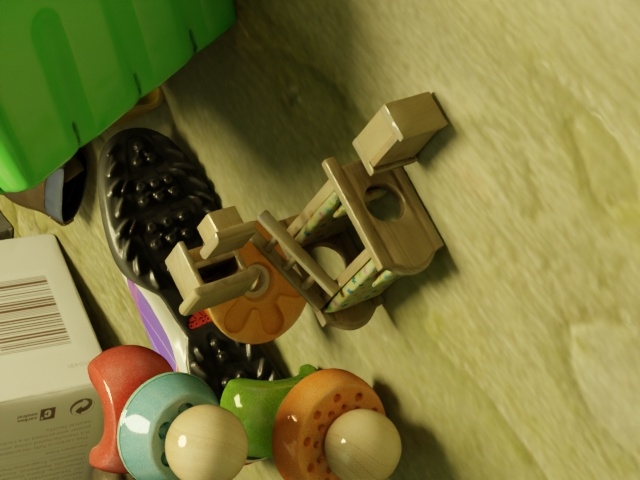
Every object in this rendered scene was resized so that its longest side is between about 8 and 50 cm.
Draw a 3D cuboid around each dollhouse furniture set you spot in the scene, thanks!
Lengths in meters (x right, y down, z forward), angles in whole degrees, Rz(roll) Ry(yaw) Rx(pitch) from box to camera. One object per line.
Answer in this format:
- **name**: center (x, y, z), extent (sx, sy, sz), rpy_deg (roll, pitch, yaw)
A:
- **dollhouse furniture set**: center (0.000, 0.000, 1.036), extent (0.101, 0.161, 0.182), rpy_deg (62, 148, 14)

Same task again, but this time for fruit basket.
- **fruit basket**: center (-0.281, -0.244, 1.092), extent (0.283, 0.392, 0.392), rpy_deg (-10, 98, 36)

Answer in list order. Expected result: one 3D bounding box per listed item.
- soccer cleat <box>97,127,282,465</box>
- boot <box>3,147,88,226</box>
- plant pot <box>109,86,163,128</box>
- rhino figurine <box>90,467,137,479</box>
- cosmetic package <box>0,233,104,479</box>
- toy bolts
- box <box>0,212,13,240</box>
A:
- **soccer cleat**: center (-0.128, 0.055, 1.318), extent (0.318, 0.108, 0.116), rpy_deg (66, 152, 4)
- **boot**: center (-0.269, -0.116, 1.493), extent (0.106, 0.082, 0.219), rpy_deg (34, 127, 8)
- **plant pot**: center (-0.309, -0.168, 1.331), extent (0.187, 0.212, 0.212), rpy_deg (-29, 81, 43)
- **rhino figurine**: center (-0.222, 0.325, 1.621), extent (0.106, 0.073, 0.243), rpy_deg (60, 150, 34)
- **cosmetic package**: center (-0.369, 0.235, 1.684), extent (0.230, 0.161, 0.453), rpy_deg (60, 148, 37)
- **toy bolts**: center (-0.053, 0.106, 1.116), extent (0.158, 0.228, 0.218), rpy_deg (13, 111, 54)
- **box**: center (-0.520, 0.099, 1.734), extent (0.076, 0.307, 0.242), rpy_deg (44, 140, 31)
